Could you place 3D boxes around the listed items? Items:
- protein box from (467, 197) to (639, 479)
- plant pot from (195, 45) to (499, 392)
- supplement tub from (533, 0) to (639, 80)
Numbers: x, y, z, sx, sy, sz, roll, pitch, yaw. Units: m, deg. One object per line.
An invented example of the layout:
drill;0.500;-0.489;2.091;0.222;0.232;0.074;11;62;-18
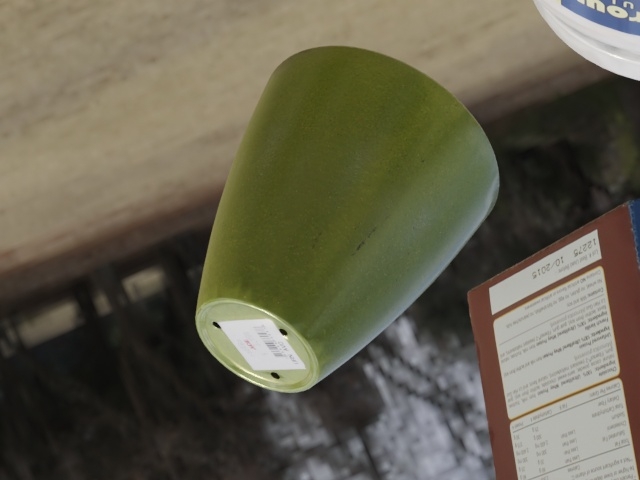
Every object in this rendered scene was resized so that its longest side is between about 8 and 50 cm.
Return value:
protein box;0.191;0.098;0.763;0.200;0.201;0.136;0;164;-24
plant pot;0.000;0.000;1.866;0.275;0.275;0.293;-23;-152;49
supplement tub;0.197;-0.243;0.980;0.235;0.235;0.325;-24;156;0
